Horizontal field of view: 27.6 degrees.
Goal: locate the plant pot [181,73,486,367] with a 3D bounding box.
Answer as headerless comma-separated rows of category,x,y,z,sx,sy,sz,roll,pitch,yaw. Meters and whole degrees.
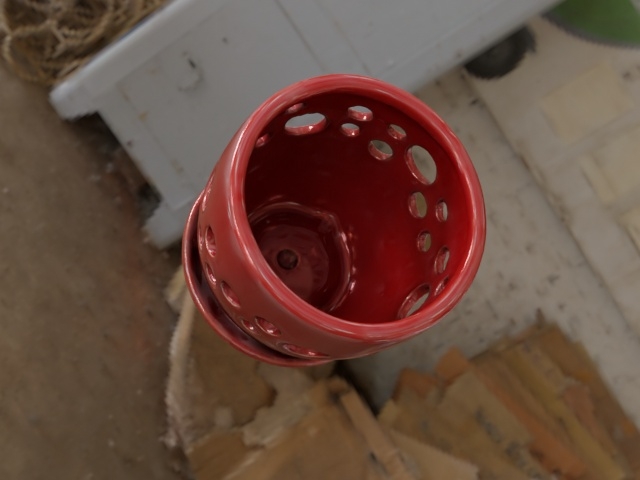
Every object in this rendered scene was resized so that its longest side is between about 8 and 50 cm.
plant pot,0.000,0.000,0.941,0.191,0.174,0.191,7,69,-18
